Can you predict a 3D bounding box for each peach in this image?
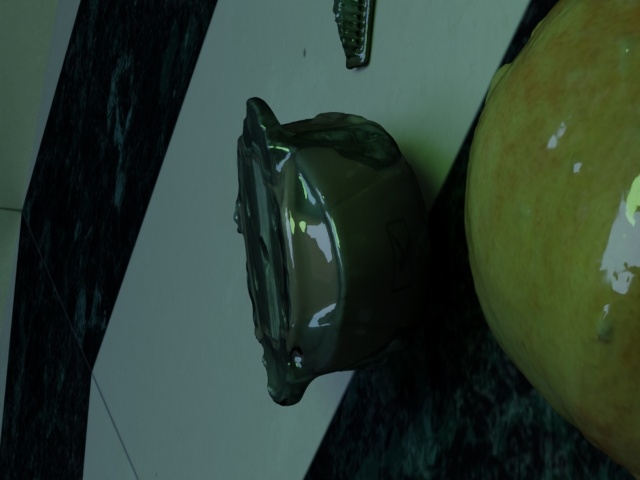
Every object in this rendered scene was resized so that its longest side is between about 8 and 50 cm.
[{"bbox_3d":[0.157,-0.024,0.641,0.232,0.232,0.232,-173,90,-71],"label":"peach"}]

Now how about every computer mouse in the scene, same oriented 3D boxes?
[{"bbox_3d":[0.007,0.000,1.244,0.389,0.115,0.199,-139,47,-80],"label":"computer mouse"}]

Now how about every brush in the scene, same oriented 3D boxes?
[{"bbox_3d":[0.029,-0.225,1.380,0.034,0.027,0.190,178,100,-69],"label":"brush"}]
